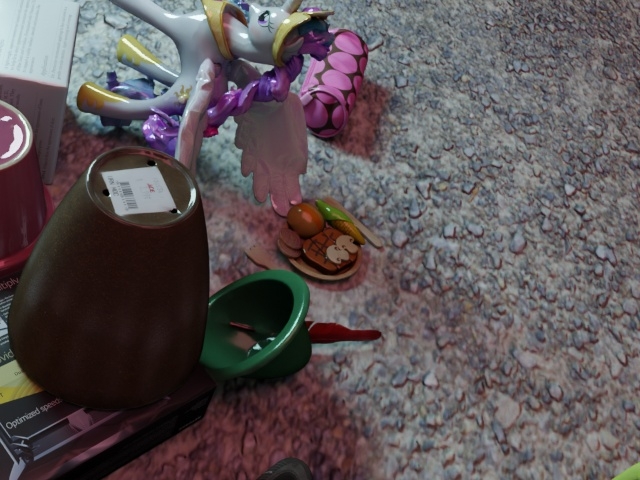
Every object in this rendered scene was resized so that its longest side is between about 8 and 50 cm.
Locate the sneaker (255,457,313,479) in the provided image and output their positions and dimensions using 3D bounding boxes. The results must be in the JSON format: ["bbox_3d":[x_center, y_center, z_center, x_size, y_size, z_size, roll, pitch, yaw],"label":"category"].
[{"bbox_3d":[-0.065,0.305,0.935,0.078,0.106,0.234,35,46,8],"label":"sneaker"}]

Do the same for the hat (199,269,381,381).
[{"bbox_3d":[-0.045,0.153,1.138,0.209,0.183,0.173,-23,36,13],"label":"hat"}]

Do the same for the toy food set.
[{"bbox_3d":[0.000,0.000,1.285,0.132,0.038,0.192,41,47,15],"label":"toy food set"}]

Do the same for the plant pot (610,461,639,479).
[{"bbox_3d":[0.394,0.390,0.979,0.207,0.227,0.228,8,46,-25],"label":"plant pot"}]

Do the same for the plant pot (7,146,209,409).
[{"bbox_3d":[-0.201,0.022,0.930,0.216,0.230,0.215,12,47,-13],"label":"plant pot"}]

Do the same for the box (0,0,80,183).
[{"bbox_3d":[-0.396,-0.205,1.204,0.119,0.182,0.180,10,48,-17],"label":"box"}]

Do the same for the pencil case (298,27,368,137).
[{"bbox_3d":[0.016,-0.266,1.498,0.098,0.095,0.209,47,35,-29],"label":"pencil case"}]

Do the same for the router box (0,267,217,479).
[{"bbox_3d":[-0.309,0.155,0.985,0.309,0.081,0.243,-26,64,-38],"label":"router box"}]

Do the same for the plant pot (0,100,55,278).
[{"bbox_3d":[-0.412,-0.064,1.071,0.202,0.180,0.201,12,48,-13],"label":"plant pot"}]

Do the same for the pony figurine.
[{"bbox_3d":[-0.158,-0.204,1.228,0.364,0.350,0.303,19,23,25],"label":"pony figurine"}]
